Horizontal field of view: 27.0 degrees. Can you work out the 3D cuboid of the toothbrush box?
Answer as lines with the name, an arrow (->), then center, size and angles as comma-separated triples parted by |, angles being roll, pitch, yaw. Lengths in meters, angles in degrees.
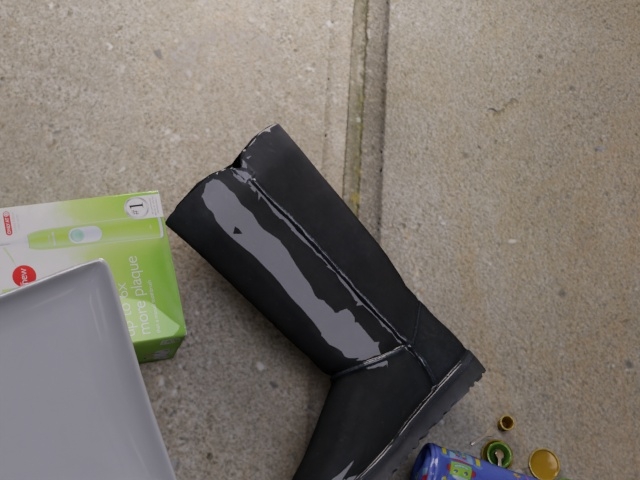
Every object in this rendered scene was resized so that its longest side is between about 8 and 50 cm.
toothbrush box -> -0.336, 0.063, 1.738 | 0.283, 0.122, 0.206 | -7, 72, -17

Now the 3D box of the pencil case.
pencil case -> 0.258, 0.374, 1.783 | 0.306, 0.133, 0.119 | 21, 42, -7

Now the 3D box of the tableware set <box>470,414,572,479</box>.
tableware set -> 0.291, 0.317, 1.871 | 0.104, 0.024, 0.154 | -29, 79, -24

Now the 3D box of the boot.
boot -> -0.040, 0.111, 1.761 | 0.445, 0.146, 0.367 | 50, 55, -4

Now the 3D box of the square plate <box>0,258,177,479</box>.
square plate -> -0.375, 0.231, 1.619 | 0.344, 0.049, 0.347 | -19, 105, -15
